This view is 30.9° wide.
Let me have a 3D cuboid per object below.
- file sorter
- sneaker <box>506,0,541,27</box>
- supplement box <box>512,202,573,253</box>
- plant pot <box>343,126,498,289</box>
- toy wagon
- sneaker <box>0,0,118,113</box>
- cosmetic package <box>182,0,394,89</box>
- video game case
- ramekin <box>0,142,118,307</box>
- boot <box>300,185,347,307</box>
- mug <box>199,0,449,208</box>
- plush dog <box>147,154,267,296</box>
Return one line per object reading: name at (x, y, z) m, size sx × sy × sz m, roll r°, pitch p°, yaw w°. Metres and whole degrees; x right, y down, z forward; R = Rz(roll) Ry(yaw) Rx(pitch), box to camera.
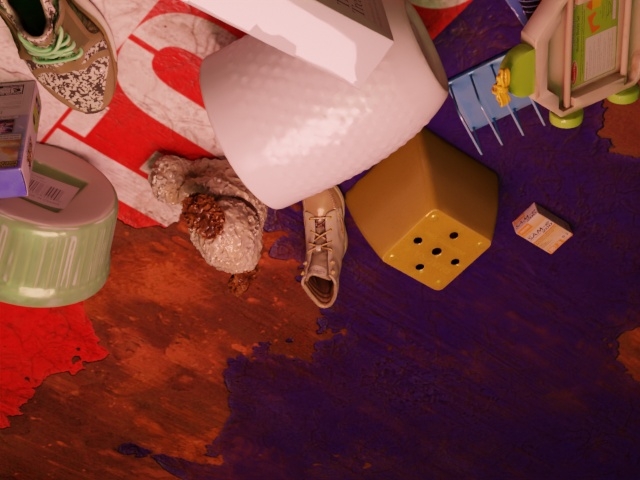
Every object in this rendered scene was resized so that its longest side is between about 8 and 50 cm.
file sorter at (0.319, -0.240, 1.980) m, size 0.170 × 0.104 × 0.118 m, roll -25°, pitch 129°, yaw 15°
sneaker at (0.346, -0.404, 1.856) m, size 0.090 × 0.081 × 0.232 m, roll -29°, pitch 127°, yaw 26°
supplement box at (0.426, -0.023, 2.225) m, size 0.098 × 0.036 × 0.062 m, roll 28°, pitch 122°, yaw -27°
plant pot at (0.195, -0.041, 2.083) m, size 0.212 × 0.187 × 0.212 m, roll 29°, pitch 121°, yaw -28°
toy wagon at (0.403, -0.309, 1.831) m, size 0.344 × 0.068 × 0.267 m, roll -24°, pitch 131°, yaw -19°
sneaker at (-0.428, -0.328, 1.758) m, size 0.158 × 0.182 × 0.410 m, roll -13°, pitch 135°, yaw 7°
cosmetic package at (-0.062, -0.397, 1.617) m, size 0.284 × 0.377 × 0.097 m, roll 21°, pitch 123°, yaw -24°
video game case at (-0.593, -0.154, 1.852) m, size 0.270 × 0.244 × 0.061 m, roll -5°, pitch 131°, yaw -2°
ramekin at (-0.485, -0.039, 1.939) m, size 0.303 × 0.303 × 0.148 m, roll 13°, pitch 121°, yaw -17°
boot at (0.000, 0.000, 2.105) m, size 0.077 × 0.165 × 0.213 m, roll -2°, pitch 133°, yaw 13°
mug at (0.039, -0.229, 1.870) m, size 0.328 × 0.276 × 0.374 m, roll -24°, pitch 162°, yaw 17°
plush dog at (-0.158, -0.034, 2.020) m, size 0.211 × 0.225 × 0.262 m, roll -24°, pitch 129°, yaw 14°
